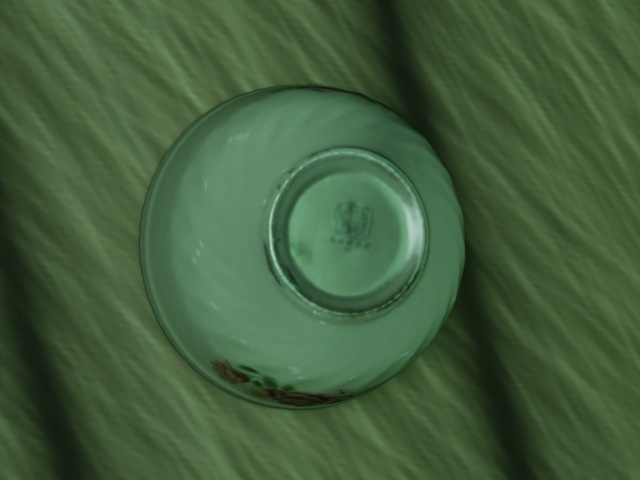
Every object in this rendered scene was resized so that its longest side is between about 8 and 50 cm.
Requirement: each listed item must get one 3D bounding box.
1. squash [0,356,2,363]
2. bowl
[{"bbox_3d":[-0.356,0.173,1.372,0.169,0.093,0.252,39,69,-58],"label":"squash"},{"bbox_3d":[0.000,0.000,1.490,0.277,0.145,0.277,1,87,-17],"label":"bowl"}]
